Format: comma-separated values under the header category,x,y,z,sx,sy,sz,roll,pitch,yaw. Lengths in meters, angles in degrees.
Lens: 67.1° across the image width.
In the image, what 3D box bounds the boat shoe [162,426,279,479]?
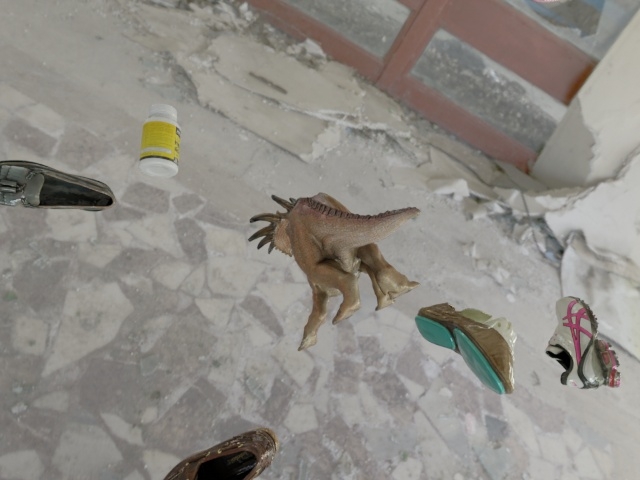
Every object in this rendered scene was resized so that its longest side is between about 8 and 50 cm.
category,x,y,z,sx,sy,sz,roll,pitch,yaw
boat shoe,-0.154,0.324,0.661,0.073,0.207,0.073,55,11,7

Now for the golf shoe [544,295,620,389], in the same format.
category,x,y,z,sx,sy,sz,roll,pitch,yaw
golf shoe,0.394,0.152,0.758,0.086,0.067,0.186,-8,28,13

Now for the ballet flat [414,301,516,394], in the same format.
category,x,y,z,sx,sy,sz,roll,pitch,yaw
ballet flat,0.316,0.195,0.987,0.124,0.342,0.116,-26,101,-9

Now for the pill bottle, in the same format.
category,x,y,z,sx,sy,sz,roll,pitch,yaw
pill bottle,-0.275,-0.172,0.831,0.065,0.065,0.116,7,72,-28

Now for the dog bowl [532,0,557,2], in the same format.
category,x,y,z,sx,sy,sz,roll,pitch,yaw
dog bowl,0.386,-0.436,0.552,0.408,0.408,0.150,-23,93,-45

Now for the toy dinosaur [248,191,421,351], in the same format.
category,x,y,z,sx,sy,sz,roll,pitch,yaw
toy dinosaur,0.000,0.000,0.559,0.127,0.295,0.200,-23,76,-18

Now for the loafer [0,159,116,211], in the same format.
category,x,y,z,sx,sy,sz,roll,pitch,yaw
loafer,-0.554,-0.106,0.980,0.268,0.096,0.084,5,8,-41
